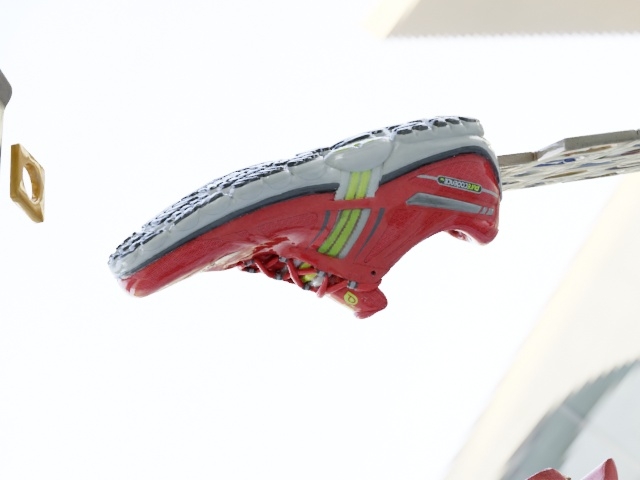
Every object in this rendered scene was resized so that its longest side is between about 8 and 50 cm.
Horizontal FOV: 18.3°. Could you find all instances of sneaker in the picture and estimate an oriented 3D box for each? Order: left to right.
[{"bbox_3d":[0.000,0.000,1.311,0.279,0.118,0.107,-17,5,-17],"label":"sneaker"}]

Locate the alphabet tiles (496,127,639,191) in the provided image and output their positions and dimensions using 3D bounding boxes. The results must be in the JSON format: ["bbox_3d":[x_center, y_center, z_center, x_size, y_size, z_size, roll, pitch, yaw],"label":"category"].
[{"bbox_3d":[0.240,-0.068,1.551,0.342,0.011,0.285,-8,-4,-16],"label":"alphabet tiles"}]

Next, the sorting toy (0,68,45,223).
[{"bbox_3d":[-0.350,-0.118,1.851,0.047,0.196,0.348,-11,-41,15],"label":"sorting toy"}]

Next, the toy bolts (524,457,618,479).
[{"bbox_3d":[0.232,0.311,1.788,0.218,0.158,0.228,-7,-28,-31],"label":"toy bolts"}]
